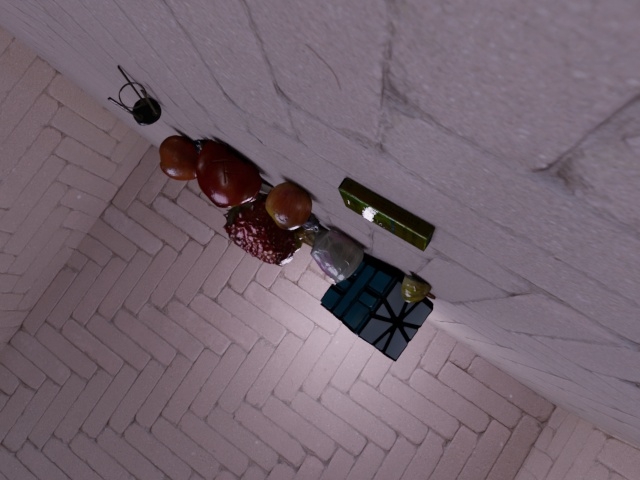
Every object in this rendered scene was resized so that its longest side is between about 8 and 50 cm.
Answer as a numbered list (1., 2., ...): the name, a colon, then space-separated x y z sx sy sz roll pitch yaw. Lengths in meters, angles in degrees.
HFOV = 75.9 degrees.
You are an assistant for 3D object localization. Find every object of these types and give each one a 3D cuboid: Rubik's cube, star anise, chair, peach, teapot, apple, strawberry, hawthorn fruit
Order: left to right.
1. chair: -0.551 -0.421 1.249 0.095 0.104 0.221 17 174 -5
2. hawthorn fruit: -0.561 -0.343 1.739 0.226 0.196 0.196 9 177 -5
3. star anise: -0.384 -0.308 1.454 0.168 0.057 0.168 34 176 3
4. peach: -0.295 -0.221 1.329 0.196 0.225 0.190 -10 -174 33
5. strawberry: -0.227 -0.030 1.706 0.343 0.292 0.292 53 171 -13
6. apple: -0.095 -0.098 1.208 0.147 0.146 0.146 33 175 3
7. star anise: -0.082 -0.093 1.558 0.205 0.061 0.181 30 165 -28
8. teapot: 0.062 0.031 1.541 0.178 0.221 0.163 39 130 -9
9. Rubik's cube: 0.222 0.256 1.635 0.294 0.288 0.283 38 177 -36

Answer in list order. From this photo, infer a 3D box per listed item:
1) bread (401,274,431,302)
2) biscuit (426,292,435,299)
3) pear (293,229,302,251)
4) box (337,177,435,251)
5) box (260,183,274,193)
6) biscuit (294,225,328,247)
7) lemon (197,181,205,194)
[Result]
1. bread: 0.320 0.171 1.408 0.083 0.094 0.157 36 169 32
2. biscuit: 0.405 0.203 1.598 0.078 0.015 0.091 36 175 -29
3. pear: -0.236 -0.037 2.051 0.307 0.252 0.253 28 173 38
4. box: 0.129 -0.048 0.809 0.193 0.030 0.121 33 175 16
5. box: -0.287 -0.219 1.510 0.248 0.032 0.129 20 180 -18
6. biscuit: 0.001 -0.001 1.781 0.274 0.091 0.213 35 173 -32
7. lemon: -0.401 -0.237 1.657 0.208 0.169 0.170 27 173 26
